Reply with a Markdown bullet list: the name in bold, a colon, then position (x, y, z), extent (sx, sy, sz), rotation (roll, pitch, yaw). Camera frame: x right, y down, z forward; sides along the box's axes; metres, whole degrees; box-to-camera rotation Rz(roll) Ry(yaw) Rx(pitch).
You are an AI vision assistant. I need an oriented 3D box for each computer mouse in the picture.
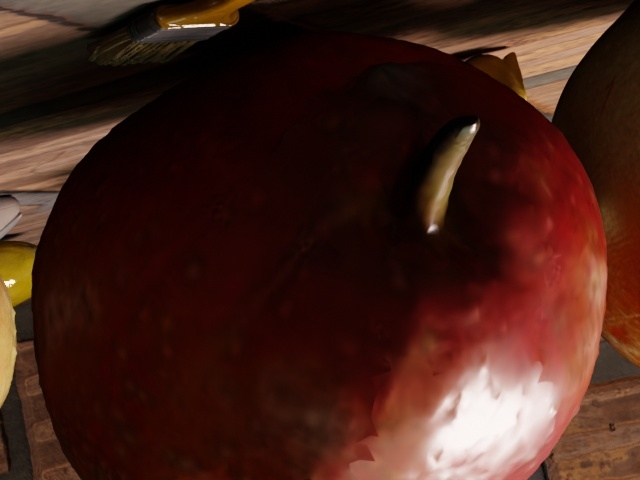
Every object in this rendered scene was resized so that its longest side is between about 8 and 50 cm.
- **computer mouse**: position (-0.271, -0.007, 1.342), extent (0.096, 0.039, 0.066), rotation (-12, 178, -43)

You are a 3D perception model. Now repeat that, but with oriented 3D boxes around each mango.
- **mango**: position (-0.358, 0.046, 1.721), extent (0.191, 0.086, 0.122), rotation (-24, 164, 20)

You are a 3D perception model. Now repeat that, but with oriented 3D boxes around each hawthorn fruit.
- **hawthorn fruit**: position (0.007, 0.020, 0.882), extent (0.284, 0.285, 0.369), rotation (-12, 166, -21)

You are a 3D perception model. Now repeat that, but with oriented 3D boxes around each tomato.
- **tomato**: position (0.249, -0.051, 0.977), extent (0.270, 0.223, 0.270), rotation (-34, 171, -6)

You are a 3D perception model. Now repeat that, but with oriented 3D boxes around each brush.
- **brush**: position (-0.038, -0.099, 0.724), extent (0.043, 0.014, 0.170), rotation (-9, 175, -38)

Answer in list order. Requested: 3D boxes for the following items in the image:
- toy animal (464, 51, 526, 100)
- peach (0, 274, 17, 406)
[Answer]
- **toy animal**: position (0.054, -0.077, 1.146), extent (0.159, 0.070, 0.083), rotation (-1, -141, 1)
- **peach**: position (-0.313, 0.062, 1.198), extent (0.232, 0.233, 0.232), rotation (-13, 178, 0)
